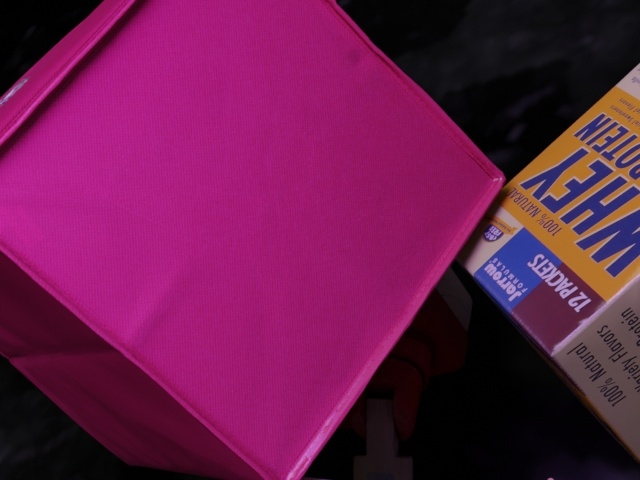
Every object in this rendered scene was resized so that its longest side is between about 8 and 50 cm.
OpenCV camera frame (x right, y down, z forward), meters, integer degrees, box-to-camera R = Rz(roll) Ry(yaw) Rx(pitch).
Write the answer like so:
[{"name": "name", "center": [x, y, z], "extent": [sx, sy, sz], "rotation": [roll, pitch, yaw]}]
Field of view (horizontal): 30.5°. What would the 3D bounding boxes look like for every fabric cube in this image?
[{"name": "fabric cube", "center": [-0.094, -0.019, 0.765], "extent": [0.254, 0.259, 0.258], "rotation": [-52, 17, -22]}]

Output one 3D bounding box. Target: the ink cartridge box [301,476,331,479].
[{"name": "ink cartridge box", "center": [0.051, 0.338, 0.607], "extent": [0.270, 0.151, 0.396], "rotation": [-4, 64, 46]}]

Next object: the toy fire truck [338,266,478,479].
[{"name": "toy fire truck", "center": [0.007, 0.138, 0.910], "extent": [0.217, 0.158, 0.246], "rotation": [-17, 35, 29]}]

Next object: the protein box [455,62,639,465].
[{"name": "protein box", "center": [0.229, 0.021, 0.755], "extent": [0.201, 0.200, 0.136], "rotation": [-42, 38, 3]}]

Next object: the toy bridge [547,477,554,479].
[{"name": "toy bridge", "center": [0.104, 0.237, 0.779], "extent": [0.026, 0.063, 0.188], "rotation": [22, 72, 49]}]
